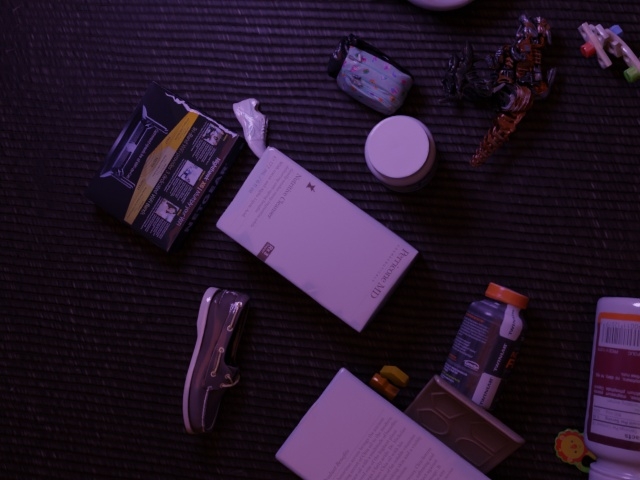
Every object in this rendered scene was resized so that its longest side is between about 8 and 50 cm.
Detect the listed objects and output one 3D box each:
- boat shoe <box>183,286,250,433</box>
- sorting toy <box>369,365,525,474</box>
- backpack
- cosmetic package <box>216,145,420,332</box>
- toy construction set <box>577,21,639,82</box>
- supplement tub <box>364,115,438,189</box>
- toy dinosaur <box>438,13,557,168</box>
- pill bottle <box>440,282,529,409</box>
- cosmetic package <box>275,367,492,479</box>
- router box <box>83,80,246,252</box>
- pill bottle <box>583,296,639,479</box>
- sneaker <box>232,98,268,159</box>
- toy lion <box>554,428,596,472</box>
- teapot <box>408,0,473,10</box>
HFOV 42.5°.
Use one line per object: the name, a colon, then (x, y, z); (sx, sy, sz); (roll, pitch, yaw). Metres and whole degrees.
boat shoe: (-0.225, 0.269, 1.807); (0.096, 0.116, 0.324); (8, 84, 13)
sorting toy: (0.251, 0.344, 1.679); (0.307, 0.229, 0.041); (36, 59, 9)
backpack: (0.106, -0.352, 1.763); (0.182, 0.152, 0.115); (29, 99, -3)
cosmetic package: (0.000, 0.000, 1.753); (0.385, 0.156, 0.217); (34, 92, 10)
toy construction set: (0.695, -0.425, 1.646); (0.327, 0.151, 0.215); (-27, 109, 16)
supplement tub: (0.169, -0.179, 1.706); (0.144, 0.199, 0.144); (0, 88, 10)
toy dinosaur: (0.373, -0.319, 1.709); (0.218, 0.164, 0.322); (18, 70, -6)
pill bottle: (0.344, 0.213, 1.696); (0.130, 0.130, 0.246); (22, 92, 10)
cosmetic package: (0.158, 0.489, 1.686); (0.453, 0.161, 0.230); (37, 82, 9)
router box: (-0.349, -0.164, 1.858); (0.243, 0.081, 0.309); (34, 94, 10)
pill bottle: (0.631, 0.315, 1.585); (0.224, 0.224, 0.392); (6, 86, 10)
sneaker: (-0.143, -0.248, 1.839); (0.061, 0.054, 0.152); (-23, 84, 6)
toy lion: (0.539, 0.436, 1.707); (0.096, 0.034, 0.100); (-26, 84, 15)
teapot: (0.246, -0.610, 1.724); (0.256, 0.187, 0.252); (10, 110, -15)
